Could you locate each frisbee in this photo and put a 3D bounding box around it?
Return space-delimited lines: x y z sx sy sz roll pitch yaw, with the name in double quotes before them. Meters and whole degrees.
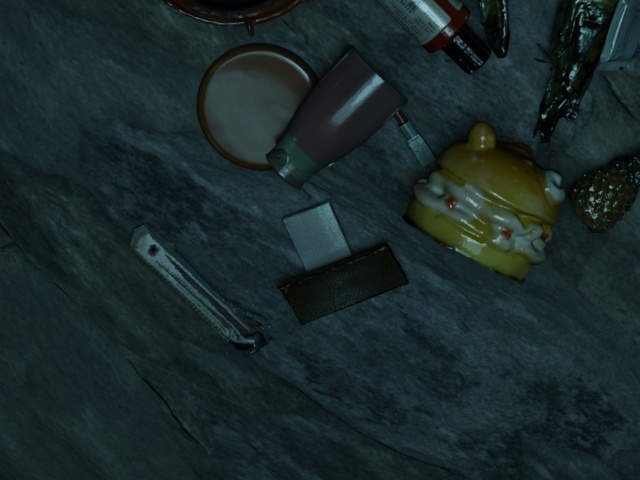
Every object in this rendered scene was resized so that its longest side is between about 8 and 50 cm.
"frisbee" -0.114 -0.251 1.661 0.251 0.021 0.250 1 113 3

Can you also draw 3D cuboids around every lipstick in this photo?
"lipstick" 0.175 -0.203 1.659 0.030 0.030 0.129 -31 107 14

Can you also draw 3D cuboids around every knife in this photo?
"knife" -0.251 0.101 1.797 0.365 0.043 0.089 44 74 -11

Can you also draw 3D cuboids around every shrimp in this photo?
"shrimp" 0.400 -0.385 1.532 0.272 0.085 0.444 -1 115 -7

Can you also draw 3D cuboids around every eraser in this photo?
"eraser" 0.000 0.000 1.751 0.104 0.023 0.150 -20 110 10

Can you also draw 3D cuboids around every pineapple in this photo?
"pineapple" 0.588 -0.123 1.629 0.251 0.125 0.125 -38 105 10

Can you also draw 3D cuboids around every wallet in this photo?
"wallet" 0.046 0.086 1.762 0.243 0.039 0.132 -22 132 12

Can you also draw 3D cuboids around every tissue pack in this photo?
"tissue pack" 0.556 -0.393 1.532 0.123 0.026 0.192 -9 121 -39

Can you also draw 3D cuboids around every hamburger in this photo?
"hamburger" 0.316 -0.076 1.591 0.277 0.276 0.236 27 100 -8

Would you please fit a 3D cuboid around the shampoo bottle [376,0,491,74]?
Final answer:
"shampoo bottle" 0.191 -0.409 1.537 0.278 0.104 0.104 42 108 -12

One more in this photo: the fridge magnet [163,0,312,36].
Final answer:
"fridge magnet" -0.149 -0.513 1.450 0.364 0.155 0.363 -3 136 -2

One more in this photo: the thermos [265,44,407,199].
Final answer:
"thermos" 0.023 -0.210 1.601 0.265 0.176 0.146 -45 63 14
